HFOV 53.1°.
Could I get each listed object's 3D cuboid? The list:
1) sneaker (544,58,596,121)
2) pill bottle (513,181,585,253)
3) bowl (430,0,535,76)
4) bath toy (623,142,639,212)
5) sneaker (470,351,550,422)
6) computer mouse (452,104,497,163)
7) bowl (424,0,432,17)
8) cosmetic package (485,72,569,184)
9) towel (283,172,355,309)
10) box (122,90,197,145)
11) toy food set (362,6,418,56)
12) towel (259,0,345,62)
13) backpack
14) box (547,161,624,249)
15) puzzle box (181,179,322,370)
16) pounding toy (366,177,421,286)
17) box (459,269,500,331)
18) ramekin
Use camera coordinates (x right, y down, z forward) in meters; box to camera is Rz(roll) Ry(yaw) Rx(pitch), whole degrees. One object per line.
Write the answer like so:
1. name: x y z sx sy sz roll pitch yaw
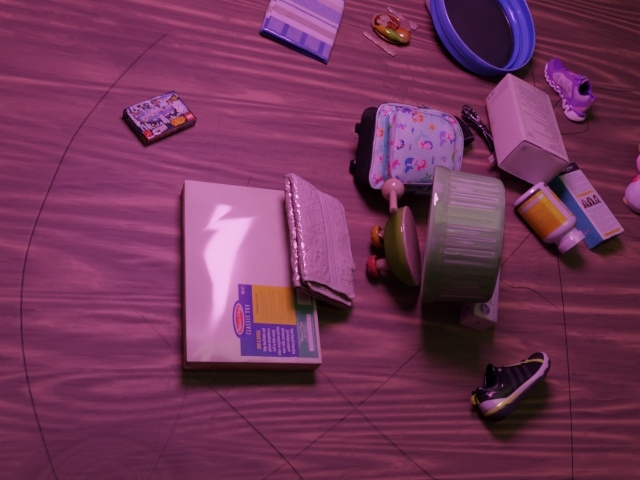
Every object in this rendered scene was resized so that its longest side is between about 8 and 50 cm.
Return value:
1. sneaker: 0.806 -0.499 2.045 0.095 0.104 0.236 -6 62 -24
2. pill bottle: 0.607 -0.058 1.694 0.103 0.103 0.184 -30 76 -34
3. bowl: 0.501 -0.689 1.989 0.391 0.077 0.390 10 71 -29
4. bath toy: 1.028 -0.224 1.961 0.151 0.129 0.348 40 54 3
5. sneaker: 0.417 0.298 1.410 0.235 0.084 0.097 -34 77 -35
6. computer mouse: 0.392 -0.265 1.759 0.184 0.060 0.262 49 46 10
7. bowl: 0.402 -0.730 2.042 0.142 0.053 0.142 -9 64 -27
8. cosmetic package: 0.570 -0.311 1.788 0.160 0.113 0.309 23 45 -17
9. towel: 0.000 0.000 1.379 0.187 0.049 0.282 28 46 -48
10. box: -0.364 -0.280 1.456 0.137 0.027 0.094 -33 79 -35
11. toy food set: 0.217 -0.640 1.916 0.132 0.038 0.192 35 53 -1
12. towel: -0.045 -0.636 1.806 0.209 0.034 0.284 21 57 -13
13. backpack: 0.228 -0.217 1.563 0.254 0.191 0.225 5 93 -27
14. box: 0.734 -0.101 1.801 0.101 0.060 0.244 -17 69 -31
15. puzzle box: -0.150 0.069 1.323 0.272 0.052 0.408 6 59 -21
16. pounding toy: 0.151 -0.003 1.445 0.110 0.236 0.183 -9 28 17
17. box: 0.393 0.061 1.554 0.063 0.067 0.323 22 56 -9
18. ramekin: 0.306 -0.006 1.389 0.148 0.303 0.303 6 56 8
